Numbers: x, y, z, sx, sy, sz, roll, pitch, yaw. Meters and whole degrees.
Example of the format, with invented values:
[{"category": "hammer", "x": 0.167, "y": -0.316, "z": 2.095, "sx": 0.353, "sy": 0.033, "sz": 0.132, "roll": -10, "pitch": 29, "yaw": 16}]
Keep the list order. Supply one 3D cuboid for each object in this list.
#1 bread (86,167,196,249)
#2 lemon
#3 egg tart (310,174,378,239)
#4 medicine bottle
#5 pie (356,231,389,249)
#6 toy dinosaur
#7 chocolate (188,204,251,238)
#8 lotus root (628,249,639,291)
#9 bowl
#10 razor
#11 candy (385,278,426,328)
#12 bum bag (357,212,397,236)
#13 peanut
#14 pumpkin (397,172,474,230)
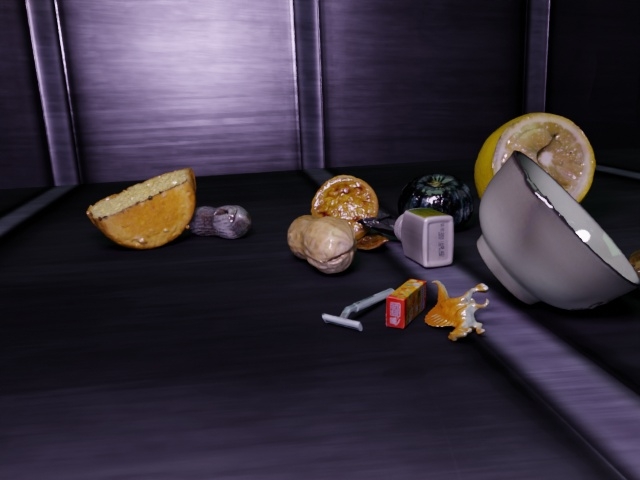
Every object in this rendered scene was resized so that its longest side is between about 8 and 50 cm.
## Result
[{"category": "bread", "x": -0.511, "y": -0.076, "z": 1.818, "sx": 0.340, "sy": 0.179, "sz": 0.194, "roll": -26, "pitch": 26, "yaw": -15}, {"category": "lemon", "x": 0.643, "y": -0.205, "z": 1.856, "sx": 0.364, "sy": 0.364, "sz": 0.364, "roll": -2, "pitch": 14, "yaw": 1}, {"category": "egg tart", "x": 0.074, "y": -0.095, "z": 1.840, "sx": 0.203, "sy": 0.202, "sz": 0.147, "roll": -3, "pitch": 0, "yaw": 0}, {"category": "medicine bottle", "x": 0.266, "y": -0.015, "z": 1.552, "sx": 0.088, "sy": 0.132, "sz": 0.188, "roll": -6, "pitch": 14, "yaw": -14}, {"category": "pie", "x": 0.143, "y": 0.006, "z": 1.694, "sx": 0.088, "sy": 0.033, "sz": 0.191, "roll": -13, "pitch": 7, "yaw": 2}, {"category": "toy dinosaur", "x": 0.251, "y": 0.139, "z": 1.154, "sx": 0.142, "sy": 0.057, "sz": 0.212, "roll": -32, "pitch": 15, "yaw": -25}, {"category": "chocolate", "x": -0.322, "y": -0.060, "z": 1.897, "sx": 0.248, "sy": 0.110, "sz": 0.110, "roll": 6, "pitch": 17, "yaw": 31}, {"category": "lotus root", "x": 0.698, "y": 0.064, "z": 1.274, "sx": 0.089, "sy": 0.080, "sz": 0.179, "roll": 29, "pitch": 24, "yaw": 24}, {"category": "bowl", "x": 0.442, "y": 0.006, "z": 1.202, "sx": 0.185, "sy": 0.354, "sz": 0.354, "roll": -45, "pitch": -3, "yaw": 25}, {"category": "razor", "x": 0.096, "y": 0.129, "z": 1.219, "sx": 0.084, "sy": 0.035, "sz": 0.211, "roll": 10, "pitch": 19, "yaw": 33}, {"category": "candy", "x": 0.169, "y": 0.123, "z": 1.174, "sx": 0.038, "sy": 0.062, "sz": 0.122, "roll": 8, "pitch": 17, "yaw": 30}, {"category": "bum bag", "x": 0.229, "y": -0.033, "z": 1.715, "sx": 0.248, "sy": 0.060, "sz": 0.123, "roll": 18, "pitch": 7, "yaw": -5}, {"category": "peanut", "x": 0.000, "y": 0.000, "z": 1.544, "sx": 0.149, "sy": 0.149, "sz": 0.313, "roll": -9, "pitch": 9, "yaw": -22}, {"category": "pumpkin", "x": 0.355, "y": -0.112, "z": 1.854, "sx": 0.233, "sy": 0.163, "sz": 0.233, "roll": -3, "pitch": 26, "yaw": 2}]
